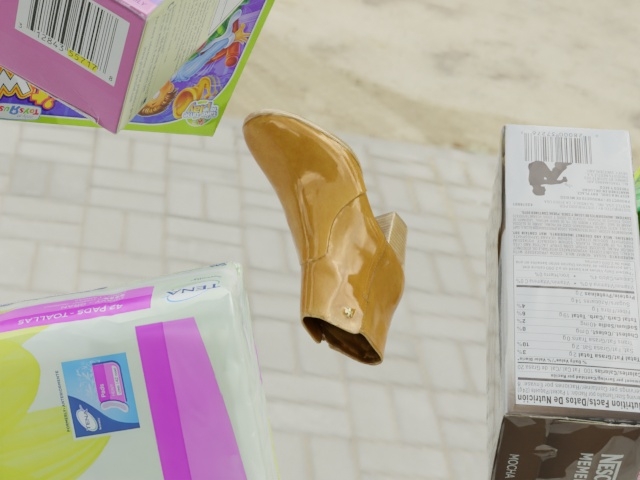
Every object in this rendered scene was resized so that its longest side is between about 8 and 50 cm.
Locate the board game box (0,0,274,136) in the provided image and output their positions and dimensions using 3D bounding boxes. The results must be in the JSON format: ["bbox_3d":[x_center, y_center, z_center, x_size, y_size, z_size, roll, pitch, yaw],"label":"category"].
[{"bbox_3d":[-0.230,-0.231,1.269,0.347,0.233,0.078,1,41,-36],"label":"board game box"}]

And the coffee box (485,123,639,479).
[{"bbox_3d":[0.206,0.067,1.073,0.118,0.168,0.297,3,54,3],"label":"coffee box"}]

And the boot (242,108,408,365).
[{"bbox_3d":[0.000,0.001,1.477,0.295,0.104,0.211,41,45,-29],"label":"boot"}]

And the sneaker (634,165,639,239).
[{"bbox_3d":[0.419,-0.044,1.516,0.109,0.295,0.123,45,5,-29],"label":"sneaker"}]

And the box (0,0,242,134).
[{"bbox_3d":[-0.171,-0.234,0.936,0.213,0.117,0.243,30,47,4],"label":"box"}]

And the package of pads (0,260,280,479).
[{"bbox_3d":[-0.135,0.177,0.729,0.229,0.297,0.101,-10,11,2],"label":"package of pads"}]

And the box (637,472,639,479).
[{"bbox_3d":[0.567,0.294,1.761,0.300,0.154,0.142,-23,28,27],"label":"box"}]
